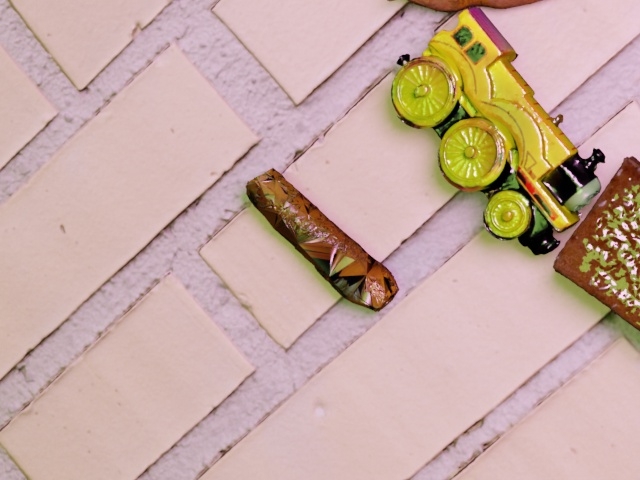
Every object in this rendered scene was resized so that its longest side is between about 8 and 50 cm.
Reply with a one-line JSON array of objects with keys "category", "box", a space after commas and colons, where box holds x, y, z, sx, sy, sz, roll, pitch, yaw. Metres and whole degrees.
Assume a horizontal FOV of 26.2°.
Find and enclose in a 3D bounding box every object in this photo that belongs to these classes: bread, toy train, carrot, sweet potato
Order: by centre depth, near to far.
[{"category": "bread", "box": [0.469, 0.089, 1.563, 0.416, 0.113, 0.165, 40, 100, 12]}, {"category": "toy train", "box": [0.213, -0.127, 1.626, 0.160, 0.100, 0.296, -39, 82, 19]}, {"category": "sweet potato", "box": [0.193, -0.308, 1.653, 0.226, 0.068, 0.068, -1, 92, 4]}, {"category": "carrot", "box": [0.000, 0.000, 1.712, 0.228, 0.069, 0.069, 43, 102, 11]}]
